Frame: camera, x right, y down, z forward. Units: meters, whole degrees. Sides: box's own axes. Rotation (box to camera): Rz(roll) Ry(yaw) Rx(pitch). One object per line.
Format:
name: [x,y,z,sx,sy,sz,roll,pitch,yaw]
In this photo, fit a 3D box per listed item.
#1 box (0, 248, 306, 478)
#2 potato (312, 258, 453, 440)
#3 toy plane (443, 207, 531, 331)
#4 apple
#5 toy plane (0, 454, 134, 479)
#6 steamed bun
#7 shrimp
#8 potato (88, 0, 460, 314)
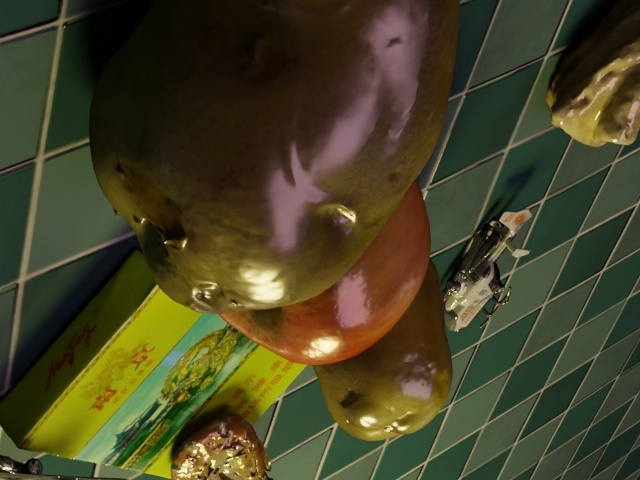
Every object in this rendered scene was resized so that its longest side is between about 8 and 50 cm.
box: [-0.134,0.123,1.431,0.187,0.047,0.335,-48,154,5]
potato: [0.056,0.087,1.520,0.137,0.200,0.154,-14,149,18]
toy plane: [0.178,0.039,1.781,0.078,0.053,0.197,1,132,-46]
apple: [0.000,0.000,1.307,0.199,0.199,0.199,-35,153,-22]
toy plane: [-0.252,0.204,1.287,0.226,0.058,0.226,-19,135,34]
steamed bun: [0.434,-0.213,1.659,0.428,0.189,0.247,-45,162,-3]
shrimp: [-0.089,0.214,1.540,0.091,0.043,0.184,-39,149,3]
potato: [-0.022,-0.109,1.064,0.351,0.218,0.202,-59,178,22]
